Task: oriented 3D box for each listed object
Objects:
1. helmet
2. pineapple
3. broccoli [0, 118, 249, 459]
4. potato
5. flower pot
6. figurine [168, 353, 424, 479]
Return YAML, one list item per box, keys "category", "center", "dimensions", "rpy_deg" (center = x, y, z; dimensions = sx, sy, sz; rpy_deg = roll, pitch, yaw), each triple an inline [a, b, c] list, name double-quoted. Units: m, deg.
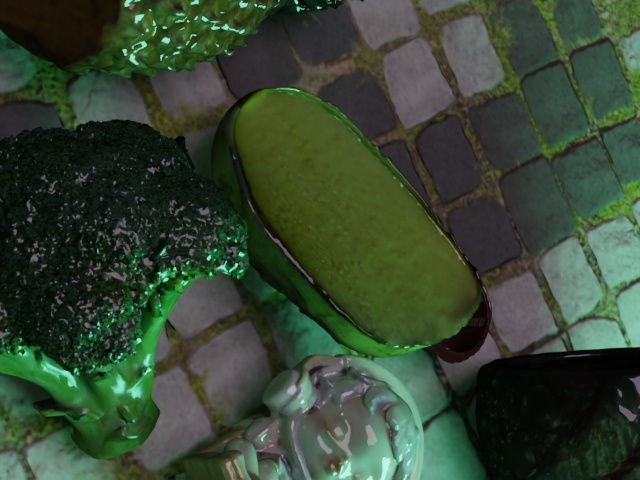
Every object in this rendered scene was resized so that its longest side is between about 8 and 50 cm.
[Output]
- category: "helmet"
  center: [0.104, 0.071, 1.465]
  dimensions: [0.111, 0.057, 0.089]
  rpy_deg: [-43, 107, -46]
- category: "pineapple"
  center: [-0.097, -0.229, 1.337]
  dimensions: [0.362, 0.202, 0.202]
  rpy_deg: [-3, 79, -51]
- category: "broccoli"
  center: [-0.188, 0.048, 1.179]
  dimensions: [0.269, 0.254, 0.269]
  rpy_deg: [-12, 118, -23]
- category: "potato"
  center: [0.000, 0.000, 1.369]
  dimensions: [0.272, 0.111, 0.160]
  rpy_deg: [48, 51, -2]
- category: "flower pot"
  center: [0.279, 0.237, 1.438]
  dimensions: [0.266, 0.266, 0.267]
  rpy_deg: [-3, 89, -37]
- category: "figurine"
  center: [0.000, 0.180, 1.309]
  dimensions: [0.237, 0.141, 0.162]
  rpy_deg: [-21, 95, -38]
